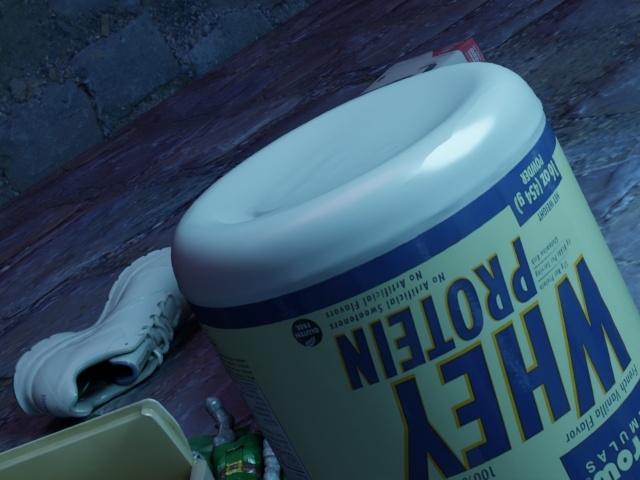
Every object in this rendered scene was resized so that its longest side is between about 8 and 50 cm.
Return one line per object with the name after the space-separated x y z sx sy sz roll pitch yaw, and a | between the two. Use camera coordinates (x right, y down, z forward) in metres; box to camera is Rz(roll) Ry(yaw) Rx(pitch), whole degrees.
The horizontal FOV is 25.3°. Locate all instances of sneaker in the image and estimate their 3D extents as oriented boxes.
-0.222 0.119 1.706 0.297 0.111 0.129 -44 33 -26 | sneaker

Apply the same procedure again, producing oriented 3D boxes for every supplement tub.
0.080 0.083 0.862 0.235 0.325 0.235 -26 16 8 | supplement tub

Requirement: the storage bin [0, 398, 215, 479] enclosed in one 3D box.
-0.209 0.253 1.009 0.260 0.123 0.262 -22 17 7 | storage bin

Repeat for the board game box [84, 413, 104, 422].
-0.292 0.267 1.459 0.259 0.030 0.136 -39 17 -32 | board game box

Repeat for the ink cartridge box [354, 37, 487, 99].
0.131 -0.191 2.044 0.158 0.092 0.218 -14 23 41 | ink cartridge box

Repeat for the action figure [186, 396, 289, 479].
-0.069 0.198 1.248 0.137 0.063 0.232 -24 20 5 | action figure
